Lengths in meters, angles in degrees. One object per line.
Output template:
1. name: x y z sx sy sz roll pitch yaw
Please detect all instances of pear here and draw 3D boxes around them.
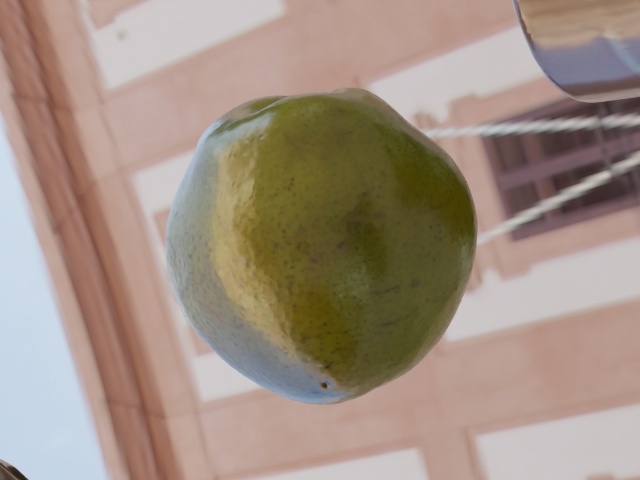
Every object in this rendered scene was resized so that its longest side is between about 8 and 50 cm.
1. pear: 0.000 0.000 1.116 0.198 0.198 0.198 17 -115 -42

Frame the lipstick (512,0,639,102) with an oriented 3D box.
1. lipstick: 0.166 -0.079 0.378 0.070 0.254 0.070 11 -103 -53

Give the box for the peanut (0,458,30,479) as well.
1. peanut: -0.151 0.110 0.491 0.159 0.109 0.141 12 -123 -26
